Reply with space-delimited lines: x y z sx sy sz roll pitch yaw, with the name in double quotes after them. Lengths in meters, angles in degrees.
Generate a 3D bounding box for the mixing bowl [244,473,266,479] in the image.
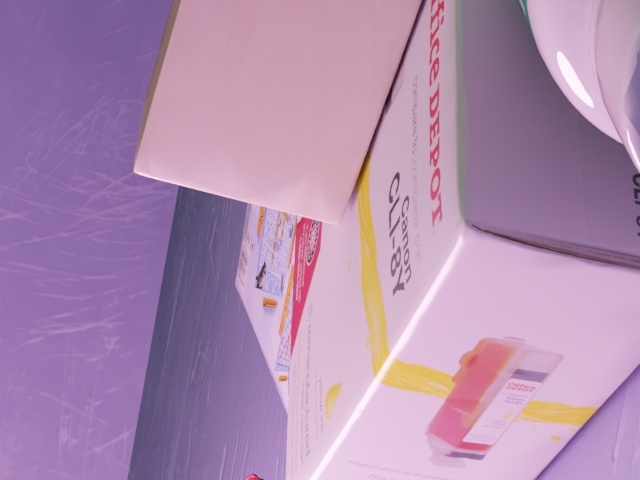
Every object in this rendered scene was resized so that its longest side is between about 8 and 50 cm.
-0.035 0.326 1.517 0.181 0.098 0.181 -170 90 -76 "mixing bowl"

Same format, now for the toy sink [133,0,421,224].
-0.026 -0.154 1.069 0.131 0.153 0.234 -94 20 -60 "toy sink"

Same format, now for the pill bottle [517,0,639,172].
0.187 -0.164 0.753 0.361 0.204 0.204 -98 23 -57 "pill bottle"

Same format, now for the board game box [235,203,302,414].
0.000 0.000 1.526 0.318 0.066 0.318 -116 31 -53 "board game box"

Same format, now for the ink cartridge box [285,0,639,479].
0.102 0.001 1.069 0.384 0.160 0.279 117 160 -51 "ink cartridge box"
